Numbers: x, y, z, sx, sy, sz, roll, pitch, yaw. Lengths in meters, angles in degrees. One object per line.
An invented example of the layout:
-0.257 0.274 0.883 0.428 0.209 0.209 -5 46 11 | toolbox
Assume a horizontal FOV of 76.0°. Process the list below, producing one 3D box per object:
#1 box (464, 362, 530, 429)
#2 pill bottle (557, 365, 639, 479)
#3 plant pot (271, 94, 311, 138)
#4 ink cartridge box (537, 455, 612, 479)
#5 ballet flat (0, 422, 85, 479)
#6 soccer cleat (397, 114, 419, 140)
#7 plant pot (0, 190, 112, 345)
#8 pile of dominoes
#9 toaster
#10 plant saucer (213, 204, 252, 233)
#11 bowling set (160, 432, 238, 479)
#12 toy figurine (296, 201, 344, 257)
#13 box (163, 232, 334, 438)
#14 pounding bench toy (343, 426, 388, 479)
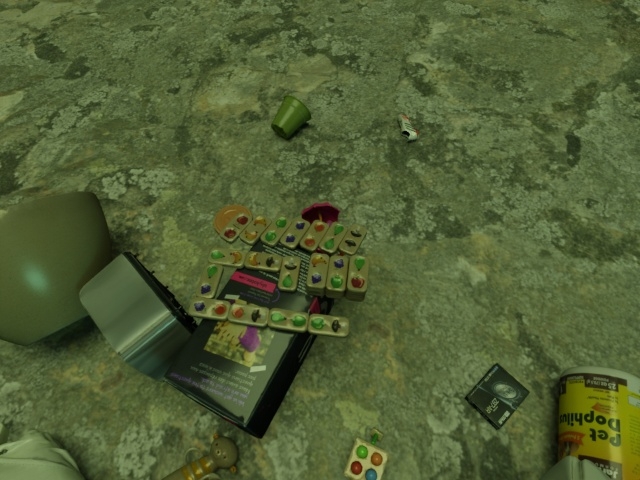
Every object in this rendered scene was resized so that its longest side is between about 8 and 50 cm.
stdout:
0.293 0.257 0.681 0.083 0.018 0.067 -37 64 -19 | box
0.410 0.303 0.592 0.117 0.117 0.215 15 60 10 | pill bottle
-0.077 -0.292 0.994 0.083 0.083 0.079 30 77 18 | plant pot
0.218 0.451 0.372 0.279 0.160 0.385 43 106 25 | ink cartridge box
-0.482 0.336 0.602 0.399 0.139 0.139 5 59 5 | ballet flat
0.206 -0.275 0.998 0.035 0.029 0.083 -22 65 -16 | soccer cleat
-0.482 0.064 0.701 0.284 0.284 0.191 -27 97 -14 | plant pot
-0.054 0.035 0.619 0.250 0.040 0.196 7 58 3 | pile of dominoes
-0.282 0.135 0.686 0.110 0.168 0.185 -41 65 -18 | toaster
-0.187 -0.043 0.877 0.083 0.013 0.084 -1 58 1 | plant saucer
-0.125 0.396 0.512 0.154 0.200 0.287 -34 68 -19 | bowling set
0.000 0.000 0.802 0.173 0.130 0.159 37 55 -3 | toy figurine
-0.095 0.153 0.668 0.143 0.165 0.270 24 63 15 | box
0.074 0.322 0.620 0.052 0.065 0.083 20 61 13 | pounding bench toy
